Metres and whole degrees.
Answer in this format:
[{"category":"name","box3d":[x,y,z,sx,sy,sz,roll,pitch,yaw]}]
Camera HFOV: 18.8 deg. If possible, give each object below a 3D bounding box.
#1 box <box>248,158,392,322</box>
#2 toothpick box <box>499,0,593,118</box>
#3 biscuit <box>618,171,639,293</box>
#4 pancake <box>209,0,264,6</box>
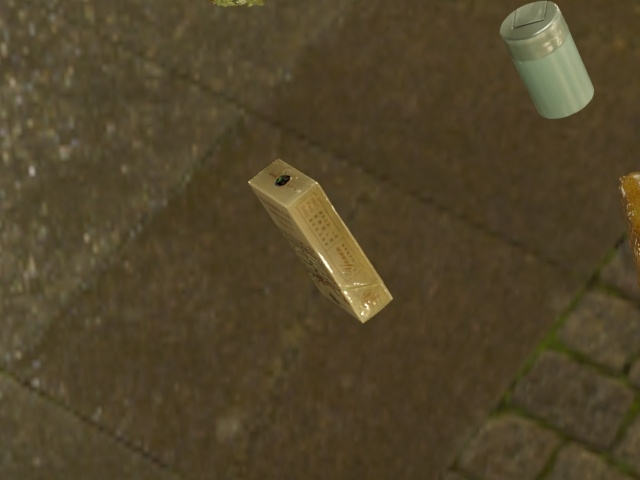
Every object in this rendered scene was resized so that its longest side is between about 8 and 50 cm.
[{"category":"box","box3d":[0.000,0.000,1.015,0.024,0.083,0.053,-37,27,-10]},{"category":"toothpick box","box3d":[0.183,-0.145,1.558,0.052,0.083,0.052,-20,35,15]},{"category":"biscuit","box3d":[0.213,0.083,1.111,0.037,0.262,0.262,-13,51,8]},{"category":"pancake","box3d":[-0.013,-0.362,1.473,0.067,0.427,0.305,28,16,9]}]
